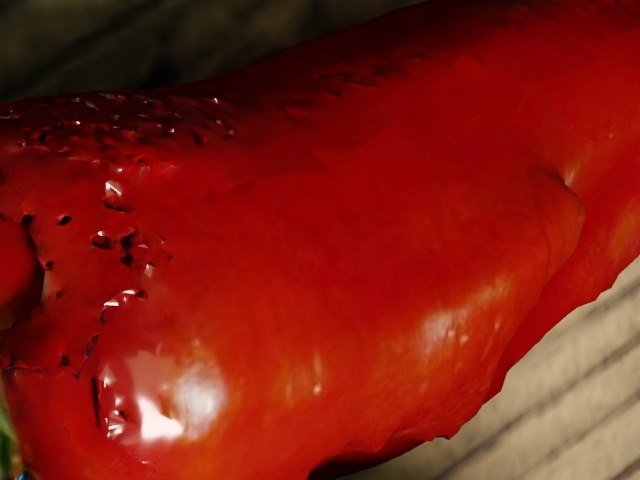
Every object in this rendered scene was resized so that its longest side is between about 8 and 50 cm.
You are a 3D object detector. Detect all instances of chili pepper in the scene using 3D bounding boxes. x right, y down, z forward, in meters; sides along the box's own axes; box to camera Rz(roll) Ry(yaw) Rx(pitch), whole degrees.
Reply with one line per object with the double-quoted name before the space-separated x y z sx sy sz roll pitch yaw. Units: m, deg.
"chili pepper" 0.000 0.000 0.440 0.387 0.110 0.110 -23 110 -45
